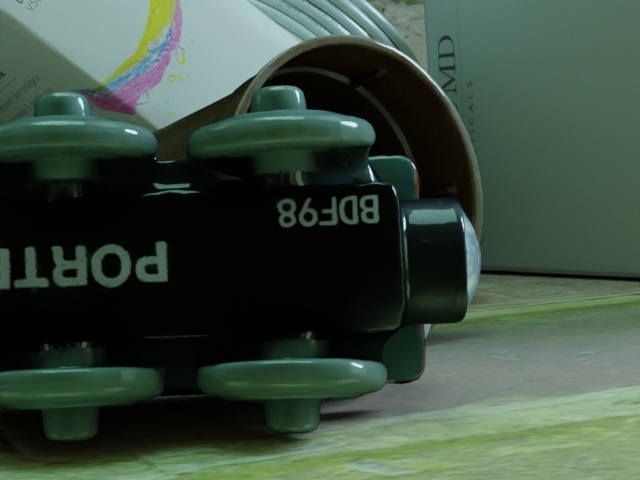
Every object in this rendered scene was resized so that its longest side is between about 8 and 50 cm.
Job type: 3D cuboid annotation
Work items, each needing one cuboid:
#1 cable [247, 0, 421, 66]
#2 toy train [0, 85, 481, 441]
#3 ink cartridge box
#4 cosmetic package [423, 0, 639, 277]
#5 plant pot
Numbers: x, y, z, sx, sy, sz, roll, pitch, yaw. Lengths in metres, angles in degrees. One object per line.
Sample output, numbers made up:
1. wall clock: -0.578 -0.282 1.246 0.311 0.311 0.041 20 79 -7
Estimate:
1. cable: -0.047 -0.115 1.375 0.257 0.089 0.257 31 -25 -1
2. toy train: -0.102 0.017 0.801 0.334 0.142 0.190 -4 -5 -1
3. ink cartridge box: -0.160 -0.128 1.224 0.353 0.119 0.207 37 -23 -15
4. cosmetic package: 0.278 -0.093 1.242 0.162 0.230 0.453 -8 5 -38
5. plant pot: -0.026 -0.015 1.033 0.167 0.167 0.165 -7 -3 -36
